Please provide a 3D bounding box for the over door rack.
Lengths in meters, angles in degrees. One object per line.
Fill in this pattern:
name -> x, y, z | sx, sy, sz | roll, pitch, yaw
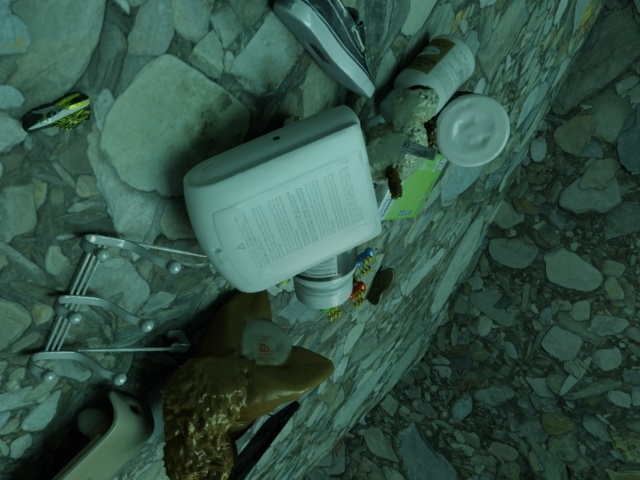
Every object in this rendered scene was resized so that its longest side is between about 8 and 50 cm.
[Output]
over door rack -> -0.289, 0.116, 0.822 | 0.239, 0.108, 0.324 | -60, 154, 12

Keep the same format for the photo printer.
photo printer -> -0.061, -0.058, 0.813 | 0.308, 0.107, 0.255 | -26, 129, -9

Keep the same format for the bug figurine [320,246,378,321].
bug figurine -> 0.089, 0.136, 1.519 | 0.216, 0.072, 0.278 | -33, 151, -27

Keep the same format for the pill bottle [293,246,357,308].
pill bottle -> 0.000, 0.000, 1.049 | 0.161, 0.161, 0.283 | -35, 134, -36

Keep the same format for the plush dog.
plush dog -> 0.155, -0.186, 1.037 | 0.263, 0.210, 0.225 | -21, 175, 17

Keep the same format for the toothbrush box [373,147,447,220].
toothbrush box -> 0.209, -0.174, 1.305 | 0.283, 0.122, 0.206 | -11, 131, -56

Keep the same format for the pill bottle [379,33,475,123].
pill bottle -> 0.250, -0.368, 1.139 | 0.229, 0.131, 0.131 | -48, 153, -14

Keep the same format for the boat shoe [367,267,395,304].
boat shoe -> 0.235, 0.167, 1.817 | 0.060, 0.064, 0.177 | -31, 151, -49

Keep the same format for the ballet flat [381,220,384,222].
ballet flat -> 0.129, -0.063, 1.355 | 0.188, 0.070, 0.070 | -36, 148, -28

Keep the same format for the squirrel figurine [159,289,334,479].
squirrel figurine -> -0.221, 0.360, 1.070 | 0.397, 0.281, 0.370 | -32, 160, -54

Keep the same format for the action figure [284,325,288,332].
action figure -> -0.126, 0.366, 1.405 | 0.139, 0.091, 0.280 | -28, 144, -33

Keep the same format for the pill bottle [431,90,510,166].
pill bottle -> 0.380, -0.308, 1.279 | 0.318, 0.177, 0.176 | -68, -178, -69

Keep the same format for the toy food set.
toy food set -> -0.475, 0.429, 0.915 | 0.306, 0.092, 0.219 | -44, 163, -19

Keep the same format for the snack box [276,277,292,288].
snack box -> -0.075, 0.037, 1.166 | 0.100, 0.037, 0.141 | -36, 147, -37

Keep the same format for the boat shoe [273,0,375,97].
boat shoe -> 0.034, -0.355, 0.835 | 0.102, 0.108, 0.301 | -56, 147, 5

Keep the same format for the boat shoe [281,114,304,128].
boat shoe -> -0.047, -0.138, 0.896 | 0.068, 0.072, 0.189 | -111, -151, -83

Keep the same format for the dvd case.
dvd case -> -0.160, 0.508, 1.160 | 0.253, 0.022, 0.180 | -42, 176, -46

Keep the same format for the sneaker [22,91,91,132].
sneaker -> -0.310, -0.144, 0.570 | 0.083, 0.031, 0.035 | -39, 150, -30
